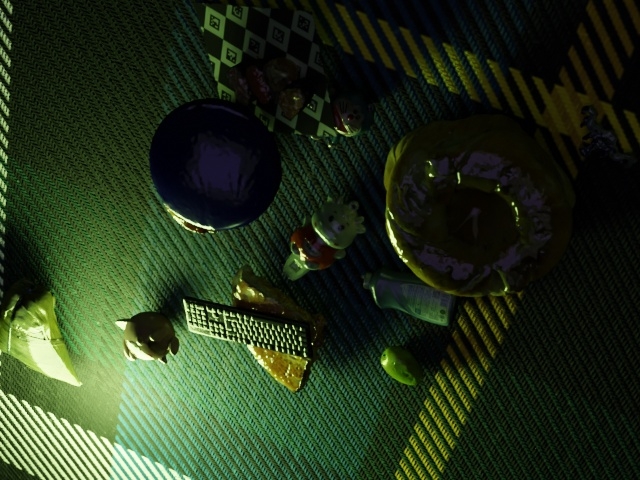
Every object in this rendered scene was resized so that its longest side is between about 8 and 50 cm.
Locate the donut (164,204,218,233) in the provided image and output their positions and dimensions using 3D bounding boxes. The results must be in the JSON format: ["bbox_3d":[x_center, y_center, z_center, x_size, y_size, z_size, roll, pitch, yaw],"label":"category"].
[{"bbox_3d":[-0.235,-0.102,2.057,0.166,0.073,0.184,39,127,-2],"label":"donut"}]

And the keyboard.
[{"bbox_3d":[-0.158,0.191,2.142,0.309,0.018,0.101,11,126,23],"label":"keyboard"}]

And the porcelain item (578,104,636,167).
[{"bbox_3d":[0.484,-0.169,1.731,0.136,0.021,0.075,47,131,-9],"label":"porcelain item"}]

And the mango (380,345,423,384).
[{"bbox_3d":[0.178,0.271,2.125,0.108,0.056,0.073,43,133,-10],"label":"mango"}]

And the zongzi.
[{"bbox_3d":[-0.671,0.232,2.432,0.274,0.125,0.251,36,135,-4],"label":"zongzi"}]

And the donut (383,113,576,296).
[{"bbox_3d":[0.278,-0.065,1.800,0.360,0.170,0.360,8,121,13],"label":"donut"}]

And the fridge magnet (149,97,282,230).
[{"bbox_3d":[-0.203,-0.148,1.916,0.265,0.113,0.265,4,112,9],"label":"fridge magnet"}]

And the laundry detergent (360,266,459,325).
[{"bbox_3d":[0.179,0.107,2.016,0.206,0.061,0.097,15,128,15],"label":"laundry detergent"}]

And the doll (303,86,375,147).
[{"bbox_3d":[0.040,-0.233,1.847,0.152,0.085,0.114,-9,113,38],"label":"doll"}]

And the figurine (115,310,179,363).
[{"bbox_3d":[-0.403,0.227,2.312,0.138,0.125,0.125,3,123,37],"label":"figurine"}]

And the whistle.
[{"bbox_3d":[0.000,-0.002,2.005,0.253,0.105,0.102,-45,56,38],"label":"whistle"}]

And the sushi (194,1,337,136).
[{"bbox_3d":[-0.118,-0.306,1.841,0.290,0.050,0.264,12,127,37],"label":"sushi"}]

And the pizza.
[{"bbox_3d":[-0.076,0.194,2.166,0.226,0.086,0.336,-11,116,33],"label":"pizza"}]
